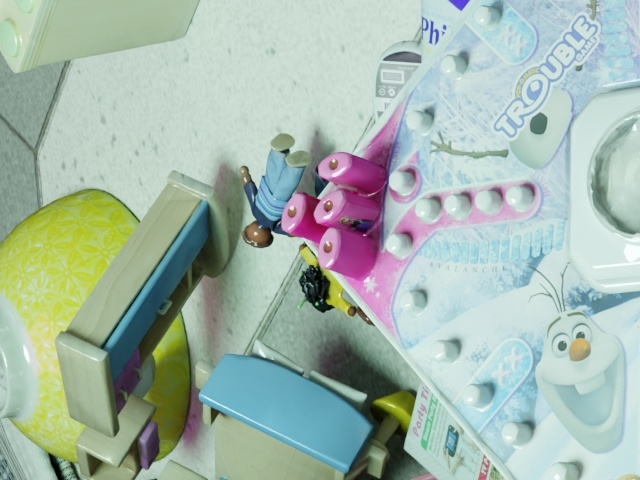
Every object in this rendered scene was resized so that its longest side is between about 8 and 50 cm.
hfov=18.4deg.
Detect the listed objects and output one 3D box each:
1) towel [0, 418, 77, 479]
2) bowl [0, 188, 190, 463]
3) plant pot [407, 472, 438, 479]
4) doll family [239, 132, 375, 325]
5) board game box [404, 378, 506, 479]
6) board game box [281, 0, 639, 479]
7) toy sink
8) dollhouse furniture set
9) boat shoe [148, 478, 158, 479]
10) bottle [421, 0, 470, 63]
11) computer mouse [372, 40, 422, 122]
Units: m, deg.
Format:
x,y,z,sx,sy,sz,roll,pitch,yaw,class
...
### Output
x,y,z,sx,sy,sz,roll,pitch,yaw,class
-0.338,0.340,2.271,0.324,0.056,0.312,64,145,16,towel
-0.271,0.104,1.985,0.289,0.156,0.289,27,124,50,bowl
0.078,0.301,1.528,0.201,0.201,0.180,-21,101,57,plant pot
0.000,0.000,1.620,0.193,0.076,0.111,59,148,32,doll family
0.198,0.131,1.349,0.303,0.097,0.224,41,133,39,board game box
0.191,-0.039,1.156,0.390,0.050,0.390,-52,53,16,board game box
-0.236,-0.247,1.720,0.153,0.234,0.131,57,143,24,toy sink
-0.044,0.133,1.740,0.303,0.198,0.286,25,150,14,dollhouse furniture set
-0.166,0.294,1.953,0.302,0.109,0.098,-10,93,51,boat shoe
0.123,-0.170,1.342,0.118,0.092,0.283,23,121,49,bottle
0.081,-0.057,1.493,0.106,0.042,0.193,10,108,34,computer mouse
